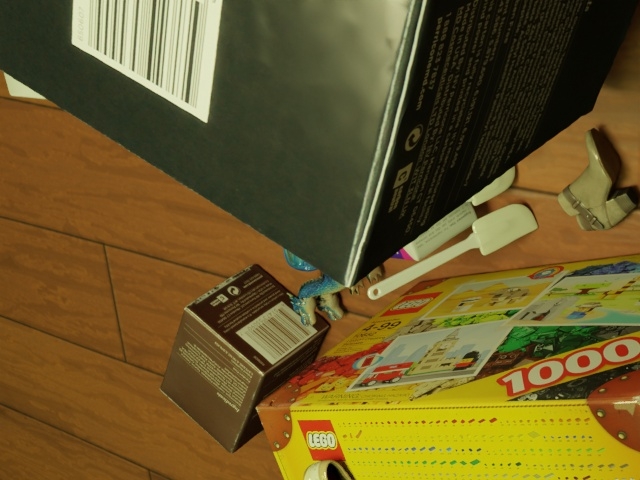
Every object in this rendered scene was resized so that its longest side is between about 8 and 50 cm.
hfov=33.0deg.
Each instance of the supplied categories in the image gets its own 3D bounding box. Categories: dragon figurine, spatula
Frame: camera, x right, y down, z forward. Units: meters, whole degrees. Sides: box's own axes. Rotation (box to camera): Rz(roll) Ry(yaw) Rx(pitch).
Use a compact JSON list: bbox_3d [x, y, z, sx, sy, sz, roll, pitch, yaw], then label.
[{"bbox_3d":[0.000,0.000,1.547,0.144,0.085,0.289,3,116,39],"label":"dragon figurine"},{"bbox_3d":[0.140,-0.041,1.315,0.168,0.242,0.019,69,165,-16],"label":"spatula"}]

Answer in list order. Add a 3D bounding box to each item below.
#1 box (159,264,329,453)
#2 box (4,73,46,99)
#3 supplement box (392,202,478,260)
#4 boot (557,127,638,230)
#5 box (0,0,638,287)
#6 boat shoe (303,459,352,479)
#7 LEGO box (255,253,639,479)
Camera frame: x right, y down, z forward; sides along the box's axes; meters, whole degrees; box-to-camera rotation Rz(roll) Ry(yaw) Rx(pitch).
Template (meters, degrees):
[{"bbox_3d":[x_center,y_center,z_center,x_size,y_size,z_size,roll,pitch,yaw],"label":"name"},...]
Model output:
[{"bbox_3d":[-0.121,0.184,1.694,0.167,0.168,0.203,38,132,18],"label":"box"},{"bbox_3d":[-0.215,-0.305,1.375,0.215,0.345,0.168,10,118,37],"label":"box"},{"bbox_3d":[0.091,-0.096,1.361,0.111,0.114,0.220,4,124,60],"label":"supplement box"},{"bbox_3d":[0.316,-0.065,1.273,0.087,0.042,0.118,-26,95,48],"label":"boot"},{"bbox_3d":[0.003,-0.270,1.035,0.480,0.472,0.297,32,132,24],"label":"box"},{"bbox_3d":[0.032,0.300,1.182,0.135,0.050,0.045,53,141,4],"label":"boat shoe"},{"bbox_3d":[0.241,0.179,1.237,0.500,0.372,0.193,-10,106,43],"label":"LEGO box"}]
